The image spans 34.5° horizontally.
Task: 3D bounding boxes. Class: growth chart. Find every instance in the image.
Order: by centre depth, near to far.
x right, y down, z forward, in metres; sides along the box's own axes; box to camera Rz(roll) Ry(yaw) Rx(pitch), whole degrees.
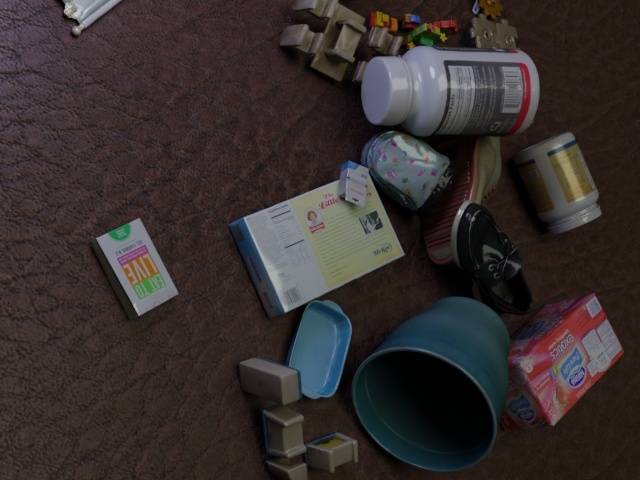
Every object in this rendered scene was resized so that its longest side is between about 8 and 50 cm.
[{"bbox_3d":[-0.431,-0.488,1.771,0.172,0.021,0.237,-44,104,-37],"label":"growth chart"}]

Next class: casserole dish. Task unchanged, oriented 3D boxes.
[{"bbox_3d":[-0.008,0.199,1.876,0.114,0.037,0.188,30,60,-26],"label":"casserole dish"}]

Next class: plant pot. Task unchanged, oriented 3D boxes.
[{"bbox_3d":[0.232,0.241,1.911,0.271,0.272,0.255,55,39,-11],"label":"plant pot"}]

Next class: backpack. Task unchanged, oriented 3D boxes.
[{"bbox_3d":[0.172,-0.147,2.045,0.182,0.115,0.152,34,84,-16],"label":"backpack"}]

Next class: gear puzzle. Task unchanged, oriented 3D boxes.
[{"bbox_3d":[0.393,-0.426,2.350,0.175,0.044,0.339,1,77,-42],"label":"gear puzzle"}]

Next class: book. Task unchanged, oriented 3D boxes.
[{"bbox_3d":[-0.307,0.046,1.705,0.096,0.035,0.144,-31,94,-42],"label":"book"}]

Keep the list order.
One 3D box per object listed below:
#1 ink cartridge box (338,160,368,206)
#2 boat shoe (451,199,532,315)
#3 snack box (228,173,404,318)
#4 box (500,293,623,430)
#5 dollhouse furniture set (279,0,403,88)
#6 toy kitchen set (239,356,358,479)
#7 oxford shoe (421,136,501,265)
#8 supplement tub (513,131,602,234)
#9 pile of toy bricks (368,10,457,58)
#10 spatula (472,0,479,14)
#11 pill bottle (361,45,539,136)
[{"bbox_3d":[0.062,-0.102,1.944,0.048,0.028,0.083,21,62,-28],"label":"ink cartridge box"},{"bbox_3d":[0.350,0.048,2.037,0.127,0.113,0.340,-52,141,-25],"label":"boat shoe"},{"bbox_3d":[0.000,0.000,1.922,0.322,0.060,0.187,-23,90,-39],"label":"snack box"},{"bbox_3d":[0.481,0.253,2.153,0.300,0.142,0.154,-34,98,-37],"label":"box"},{"bbox_3d":[0.042,-0.444,2.064,0.212,0.161,0.242,23,86,-29],"label":"dollhouse furniture set"},{"bbox_3d":[-0.034,0.301,1.800,0.166,0.122,0.207,-13,105,-39],"label":"toy kitchen set"},{"bbox_3d":[0.317,-0.114,2.145,0.146,0.140,0.397,30,62,-33],"label":"oxford shoe"},{"bbox_3d":[0.533,-0.128,2.301,0.144,0.144,0.199,-25,93,-38],"label":"supplement tub"},{"bbox_3d":[0.211,-0.431,2.175,0.212,0.105,0.118,7,73,-35],"label":"pile of toy bricks"},{"bbox_3d":[0.354,-0.655,2.406,0.168,0.019,0.242,42,57,-26],"label":"spatula"},{"bbox_3d":[0.250,-0.290,2.007,0.319,0.176,0.176,-2,78,-23],"label":"pill bottle"}]
